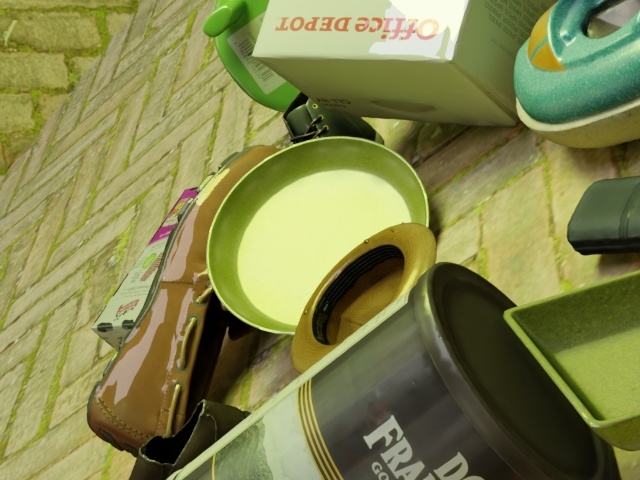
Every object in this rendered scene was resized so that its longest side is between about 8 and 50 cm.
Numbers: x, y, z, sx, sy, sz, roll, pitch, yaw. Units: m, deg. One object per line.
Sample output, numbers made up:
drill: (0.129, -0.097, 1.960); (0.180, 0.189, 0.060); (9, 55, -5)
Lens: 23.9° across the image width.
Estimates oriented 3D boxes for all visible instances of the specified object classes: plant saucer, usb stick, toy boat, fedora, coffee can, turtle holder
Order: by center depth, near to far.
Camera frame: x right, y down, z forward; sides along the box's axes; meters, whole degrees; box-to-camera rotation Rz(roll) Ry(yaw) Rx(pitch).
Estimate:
plant saucer: (0.242, 0.076, 1.022); (0.188, 0.045, 0.188); (-17, 22, -5)
coffee can: (0.045, 0.176, 1.098); (0.275, 0.201, 0.201); (-40, 23, 21)
usb stick: (0.296, -0.026, 1.169); (0.077, 0.045, 0.278); (-51, 22, -23)
toy boat: (0.289, -0.229, 1.386); (0.267, 0.148, 0.318); (-16, 39, 54)
fedora: (0.057, 0.071, 1.410); (0.194, 0.079, 0.194); (-40, 23, 21)
plant saucer: (0.000, 0.000, 1.566); (0.241, 0.037, 0.241); (-10, 54, 14)
turtle holder: (0.011, -0.319, 1.922); (0.227, 0.243, 0.320); (-64, 0, -71)

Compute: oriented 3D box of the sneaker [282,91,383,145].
sneaker: (0.001, -0.085, 1.722); (0.083, 0.118, 0.222); (-36, 25, 28)

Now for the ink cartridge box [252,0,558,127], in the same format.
ink cartridge box: (0.122, -0.333, 1.613); (0.279, 0.160, 0.384); (7, 76, 41)

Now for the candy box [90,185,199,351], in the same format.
candy box: (-0.172, 0.036, 1.907); (0.159, 0.071, 0.233); (-8, 45, 58)

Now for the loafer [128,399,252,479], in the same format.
loafer: (-0.162, 0.237, 1.545); (0.220, 0.078, 0.080); (-45, 22, 9)

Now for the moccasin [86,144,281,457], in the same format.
moccasin: (-0.115, 0.066, 1.665); (0.139, 0.147, 0.380); (79, -146, -60)
